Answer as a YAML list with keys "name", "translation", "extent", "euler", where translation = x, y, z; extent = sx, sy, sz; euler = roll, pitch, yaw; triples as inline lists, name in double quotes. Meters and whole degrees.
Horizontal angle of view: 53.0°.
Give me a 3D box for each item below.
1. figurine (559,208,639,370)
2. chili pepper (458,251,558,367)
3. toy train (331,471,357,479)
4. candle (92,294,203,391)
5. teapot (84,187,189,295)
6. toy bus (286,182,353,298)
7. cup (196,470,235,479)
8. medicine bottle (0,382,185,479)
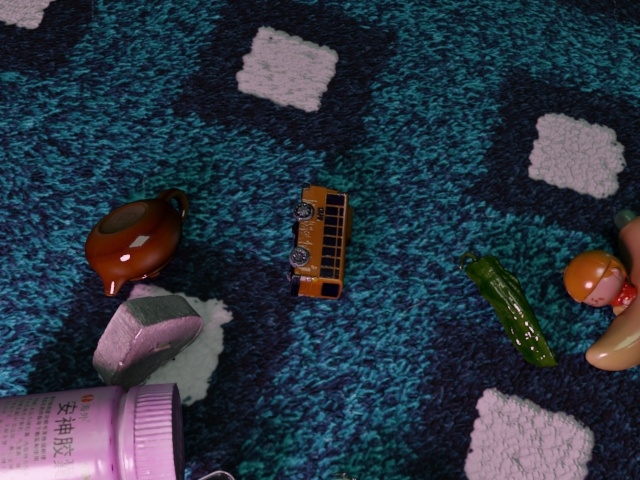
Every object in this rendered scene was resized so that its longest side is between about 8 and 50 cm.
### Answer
- name: "figurine"
  translation: [0.562, 0.088, 1.188]
  extent: [0.222, 0.124, 0.324]
  euler: [32, 69, 11]
- name: "chili pepper"
  translation: [0.342, 0.121, 1.169]
  extent: [0.074, 0.100, 0.257]
  euler: [-28, 75, 1]
- name: "toy train"
  translation: [0.050, 0.454, 0.943]
  extent: [0.203, 0.112, 0.163]
  euler: [21, 47, 0]
- name: "candle"
  translation: [-0.288, 0.160, 1.057]
  extent: [0.192, 0.168, 0.068]
  euler: [-39, 67, -23]
- name: "teapot"
  translation: [-0.317, -0.001, 1.168]
  extent: [0.178, 0.135, 0.252]
  euler: [4, 39, 30]
- name: "toy bus"
  translation: [0.000, 0.000, 1.197]
  extent: [0.114, 0.098, 0.201]
  euler: [6, 63, -2]
- name: "cup"
  translation: [-0.172, 0.416, 0.955]
  extent: [0.128, 0.129, 0.095]
  euler: [-25, 67, -16]
- name: "medicine bottle"
  translation: [-0.357, 0.313, 0.965]
  extent: [0.290, 0.178, 0.178]
  euler: [-4, 64, -7]
